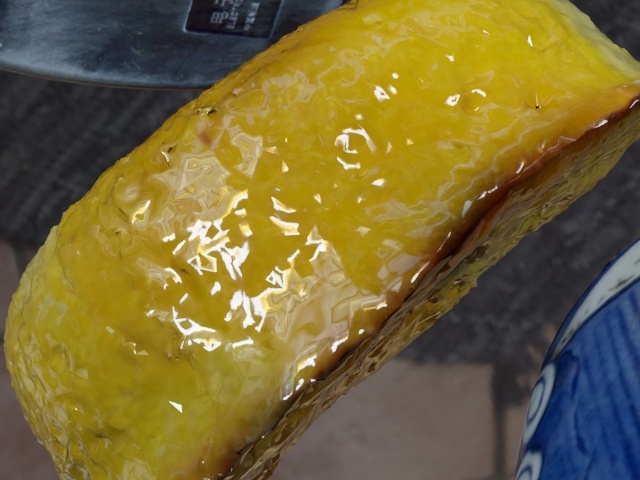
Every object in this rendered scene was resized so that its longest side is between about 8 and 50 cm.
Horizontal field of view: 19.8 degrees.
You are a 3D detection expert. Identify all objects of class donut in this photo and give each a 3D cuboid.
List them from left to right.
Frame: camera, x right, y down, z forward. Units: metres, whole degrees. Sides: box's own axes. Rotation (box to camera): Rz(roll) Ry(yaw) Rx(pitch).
[{"bbox_3d":[-0.001,0.000,0.462,0.190,0.074,0.174,-40,171,-17],"label":"donut"}]

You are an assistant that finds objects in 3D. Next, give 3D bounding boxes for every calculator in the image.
[{"bbox_3d":[-0.099,-0.152,0.965,0.268,0.040,0.177,3,135,-19],"label":"calculator"}]

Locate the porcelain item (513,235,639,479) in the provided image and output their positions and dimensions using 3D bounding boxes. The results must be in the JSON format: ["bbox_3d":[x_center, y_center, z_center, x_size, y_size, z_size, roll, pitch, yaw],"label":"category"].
[{"bbox_3d":[0.114,0.041,0.336,0.138,0.186,0.288,41,152,-3],"label":"porcelain item"}]
